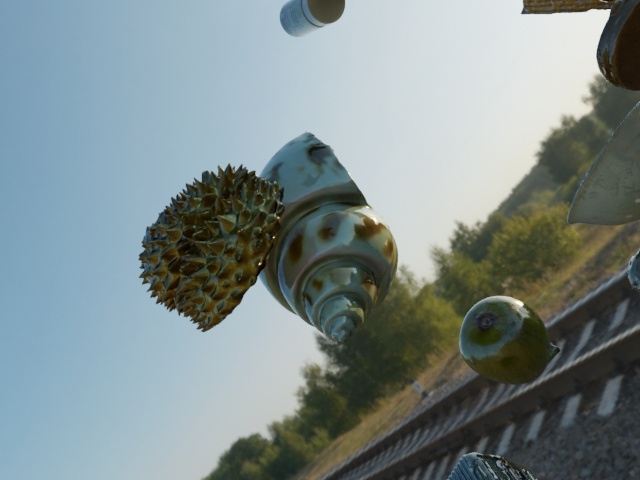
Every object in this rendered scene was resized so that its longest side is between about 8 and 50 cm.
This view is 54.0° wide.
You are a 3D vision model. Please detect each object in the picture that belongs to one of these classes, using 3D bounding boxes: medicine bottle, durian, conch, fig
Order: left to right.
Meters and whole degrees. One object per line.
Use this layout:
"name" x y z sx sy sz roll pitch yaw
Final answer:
"durian" -0.145 0.004 0.786 0.250 0.138 0.183 -46 16 28
"medicine bottle" -0.021 -0.486 1.328 0.086 0.086 0.183 -44 21 -9
"conch" 0.000 0.000 0.910 0.197 0.368 0.250 -24 -56 -22
"fig" 0.308 0.177 1.037 0.186 0.142 0.148 65 -144 -38

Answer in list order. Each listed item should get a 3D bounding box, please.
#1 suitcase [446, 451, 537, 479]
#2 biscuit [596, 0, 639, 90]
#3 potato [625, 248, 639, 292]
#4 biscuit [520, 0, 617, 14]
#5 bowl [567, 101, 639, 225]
"suitcase" 0.240 0.425 0.766 0.202 0.128 0.312 -64 22 14
"biscuit" 0.275 -0.162 0.435 0.204 0.031 0.138 -25 -48 -16
"potato" 0.715 0.032 1.148 0.296 0.141 0.192 -20 33 46
"biscuit" 0.488 -0.420 1.015 0.054 0.378 0.094 36 -97 -38
"bowl" 0.662 -0.135 1.296 0.313 0.146 0.314 -40 -30 -29
